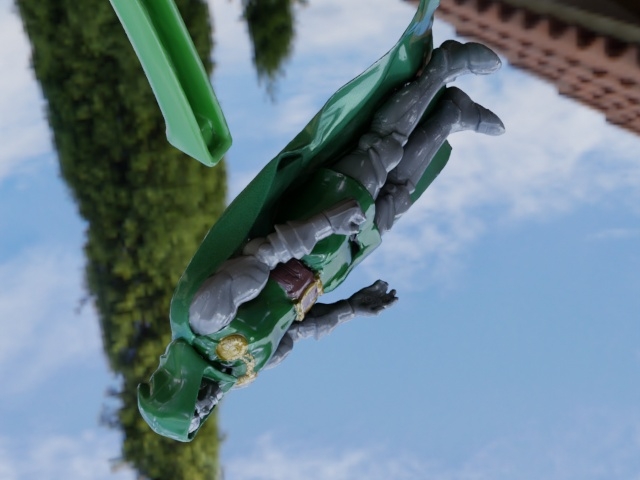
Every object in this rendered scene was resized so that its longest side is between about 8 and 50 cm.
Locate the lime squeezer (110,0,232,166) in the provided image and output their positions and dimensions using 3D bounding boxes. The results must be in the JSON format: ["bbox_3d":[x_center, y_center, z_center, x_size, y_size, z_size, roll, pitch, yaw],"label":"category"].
[{"bbox_3d":[-0.052,-0.136,0.263,0.110,0.310,0.059,42,-124,17],"label":"lime squeezer"}]

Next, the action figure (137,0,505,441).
[{"bbox_3d":[0.000,0.000,0.579,0.063,0.137,0.232,30,-113,29],"label":"action figure"}]
